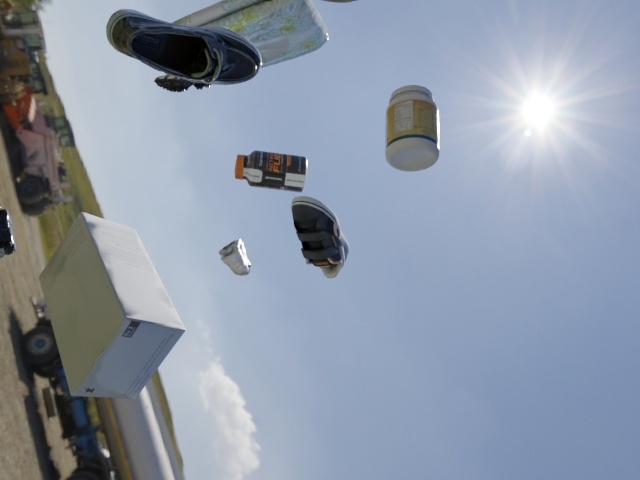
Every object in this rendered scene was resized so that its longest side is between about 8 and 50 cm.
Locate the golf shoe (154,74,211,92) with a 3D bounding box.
[{"bbox_3d":[-0.458,-0.555,1.744,0.077,0.198,0.094,71,17,-76],"label":"golf shoe"}]

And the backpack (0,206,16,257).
[{"bbox_3d":[-0.924,-0.004,1.387,0.152,0.182,0.115,61,-30,27],"label":"backpack"}]

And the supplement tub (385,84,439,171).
[{"bbox_3d":[0.248,-0.304,1.414,0.144,0.144,0.200,136,-38,-60],"label":"supplement tub"}]

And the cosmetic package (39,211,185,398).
[{"bbox_3d":[-0.478,0.137,1.161,0.217,0.156,0.385,-51,-129,14],"label":"cosmetic package"}]

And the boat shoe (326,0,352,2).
[{"bbox_3d":[0.117,-0.600,1.080,0.127,0.340,0.158,77,12,-48],"label":"boat shoe"}]

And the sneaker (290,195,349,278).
[{"bbox_3d":[0.000,0.000,1.585,0.126,0.128,0.321,-2,-34,29],"label":"sneaker"}]

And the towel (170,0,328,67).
[{"bbox_3d":[-0.183,-0.534,1.363,0.320,0.374,0.090,-17,91,-77],"label":"towel"}]

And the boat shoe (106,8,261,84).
[{"bbox_3d":[-0.250,-0.363,1.042,0.119,0.335,0.121,49,-52,34],"label":"boat shoe"}]

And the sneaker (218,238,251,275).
[{"bbox_3d":[-0.295,0.070,1.831,0.115,0.090,0.232,58,2,-16],"label":"sneaker"}]

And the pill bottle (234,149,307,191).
[{"bbox_3d":[-0.176,-0.244,1.822,0.130,0.245,0.131,-175,-90,-80],"label":"pill bottle"}]
